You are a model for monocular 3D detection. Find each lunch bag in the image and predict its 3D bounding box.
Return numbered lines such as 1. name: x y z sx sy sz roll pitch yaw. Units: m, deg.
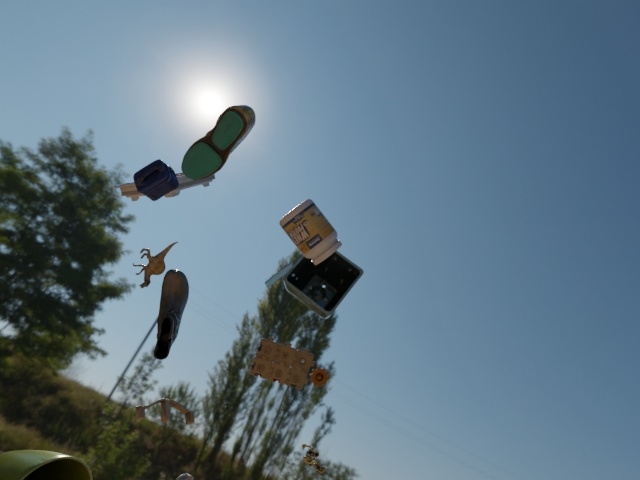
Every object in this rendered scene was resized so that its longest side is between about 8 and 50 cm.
1. lunch bag: -0.401 -0.150 1.075 0.098 0.067 0.065 -31 -21 5

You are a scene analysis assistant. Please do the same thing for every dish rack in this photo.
1. dish rack: -0.587 -0.219 1.718 0.286 0.333 0.072 -4 -75 22

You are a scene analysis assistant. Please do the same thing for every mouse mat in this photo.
1. mouse mat: -0.230 0.194 2.467 0.007 0.190 0.152 51 -10 13

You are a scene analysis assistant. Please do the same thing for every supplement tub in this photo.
1. supplement tub: -0.032 -0.029 1.525 0.199 0.144 0.144 52 -36 -2

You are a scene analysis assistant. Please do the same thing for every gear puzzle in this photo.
1. gear puzzle: -0.119 0.531 1.870 0.339 0.175 0.044 20 -3 -9

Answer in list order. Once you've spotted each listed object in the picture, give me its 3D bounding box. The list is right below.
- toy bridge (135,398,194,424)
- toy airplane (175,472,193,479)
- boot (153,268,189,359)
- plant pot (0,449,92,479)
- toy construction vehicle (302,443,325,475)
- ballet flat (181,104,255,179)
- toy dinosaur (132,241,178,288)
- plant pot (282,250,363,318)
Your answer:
1. toy bridge: -0.448 0.490 1.266 0.026 0.063 0.188 -36 -41 22
2. toy airplane: -0.394 0.854 1.136 0.272 0.386 0.384 10 -44 50
3. boot: -0.444 0.216 1.307 0.084 0.246 0.161 7 2 -15
4. plant pot: -0.935 0.784 1.389 0.294 0.274 0.274 3 -36 33
5. toy construction vehicle: -0.024 0.779 1.572 0.098 0.035 0.085 3 -63 50
6. ballet flat: -0.326 -0.317 1.431 0.123 0.123 0.349 37 -50 -22
7. toy dinosaur: -0.538 0.066 1.419 0.093 0.183 0.053 31 -12 -1
8. plant pot: 0.003 0.193 1.905 0.247 0.248 0.252 36 -23 11
